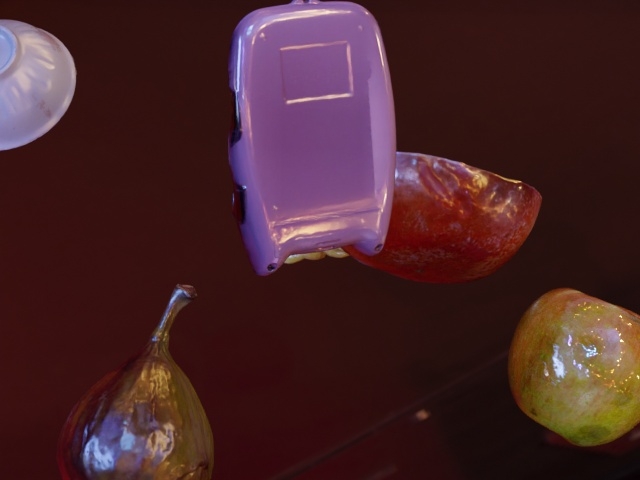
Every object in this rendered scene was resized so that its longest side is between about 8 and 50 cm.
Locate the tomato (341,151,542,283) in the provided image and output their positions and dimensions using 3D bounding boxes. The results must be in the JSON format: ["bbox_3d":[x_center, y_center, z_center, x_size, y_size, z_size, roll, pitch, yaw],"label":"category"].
[{"bbox_3d":[0.148,-0.019,1.818,0.338,0.338,0.143,26,69,-55],"label":"tomato"}]

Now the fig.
[{"bbox_3d":[-0.225,0.213,1.702,0.217,0.217,0.321,35,64,-46],"label":"fig"}]

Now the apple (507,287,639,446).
[{"bbox_3d":[0.320,0.155,1.538,0.196,0.196,0.196,47,23,-27],"label":"apple"}]

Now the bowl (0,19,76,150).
[{"bbox_3d":[-0.405,-0.214,1.567,0.086,0.189,0.189,82,-13,-64],"label":"bowl"}]

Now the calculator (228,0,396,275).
[{"bbox_3d":[-0.005,-0.113,1.318,0.043,0.194,0.294,-155,-121,-62],"label":"calculator"}]

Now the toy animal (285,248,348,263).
[{"bbox_3d":[0.000,-0.003,2.080,0.070,0.159,0.083,6,70,-63],"label":"toy animal"}]
